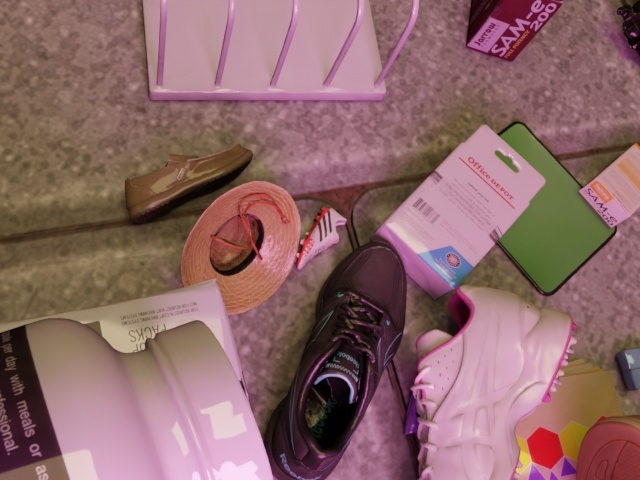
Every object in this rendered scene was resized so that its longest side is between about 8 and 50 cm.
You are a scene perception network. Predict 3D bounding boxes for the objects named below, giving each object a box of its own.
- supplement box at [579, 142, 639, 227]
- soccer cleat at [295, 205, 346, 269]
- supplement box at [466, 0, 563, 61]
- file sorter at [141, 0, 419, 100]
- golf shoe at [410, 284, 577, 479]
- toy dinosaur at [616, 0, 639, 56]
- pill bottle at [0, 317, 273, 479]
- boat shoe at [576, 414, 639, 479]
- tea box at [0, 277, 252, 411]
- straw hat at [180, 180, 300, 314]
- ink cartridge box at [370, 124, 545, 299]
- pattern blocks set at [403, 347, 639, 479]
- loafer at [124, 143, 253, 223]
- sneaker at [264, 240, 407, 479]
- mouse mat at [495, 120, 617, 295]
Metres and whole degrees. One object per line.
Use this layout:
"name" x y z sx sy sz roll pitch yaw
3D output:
"supplement box" 0.377 -0.069 0.917 0.098 0.036 0.062 -35 82 -29
"soccer cleat" 0.000 0.000 0.800 0.036 0.029 0.083 28 61 1
"supplement box" 0.256 -0.370 0.952 0.073 0.130 0.239 15 67 -9
"file sorter" -0.051 -0.280 0.815 0.278 0.173 0.192 -3 71 -16
"golf shoe" 0.131 0.172 0.705 0.140 0.115 0.306 29 58 9
"toy dinosaur" 0.501 -0.350 1.027 0.322 0.164 0.218 20 50 13
"pill bottle" -0.192 0.151 0.365 0.323 0.181 0.181 -19 76 -20
"boat shoe" 0.348 0.305 0.707 0.110 0.122 0.341 -28 102 -32
"tea box" -0.209 0.235 0.550 0.329 0.220 0.323 -11 74 -18
"straw hat" -0.092 -0.001 0.755 0.145 0.144 0.061 -32 39 -23
"ink cartridge box" 0.157 -0.033 0.831 0.104 0.060 0.180 44 69 5
"pattern blocks set" 0.242 0.214 0.782 0.325 0.026 0.285 3 69 -14
"loafer" -0.139 -0.070 0.774 0.148 0.056 0.050 -28 85 -23
"sneaker" 0.033 0.112 0.725 0.101 0.106 0.267 24 64 -4
"mouse mat" 0.257 -0.043 0.896 0.153 0.007 0.189 -37 81 -24
